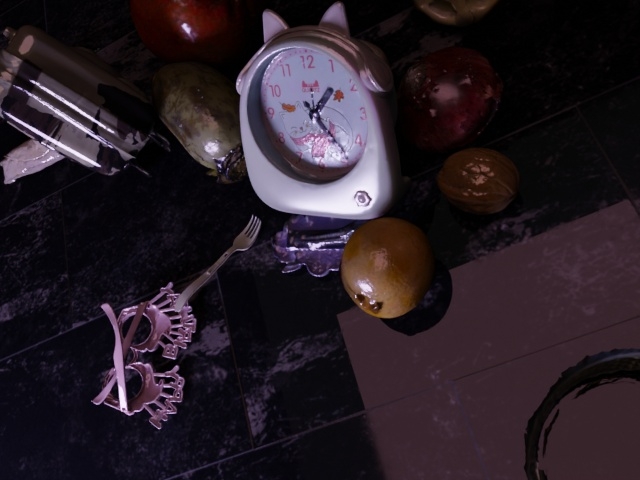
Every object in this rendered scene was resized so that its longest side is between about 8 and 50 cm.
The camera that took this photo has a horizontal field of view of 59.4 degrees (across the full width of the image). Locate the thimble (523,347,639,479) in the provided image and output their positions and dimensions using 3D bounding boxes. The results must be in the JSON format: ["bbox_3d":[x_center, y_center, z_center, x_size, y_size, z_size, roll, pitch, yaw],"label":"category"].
[{"bbox_3d":[0.374,0.263,0.636,0.271,0.150,0.270,-7,69,20],"label":"thimble"}]

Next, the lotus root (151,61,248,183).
[{"bbox_3d":[-0.221,-0.242,1.050,0.173,0.173,0.309,-45,66,2],"label":"lotus root"}]

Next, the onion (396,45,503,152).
[{"bbox_3d":[0.191,-0.233,0.894,0.184,0.147,0.183,-14,66,34],"label":"onion"}]

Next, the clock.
[{"bbox_3d":[0.002,-0.197,0.876,0.266,0.109,0.323,9,120,29],"label":"clock"}]

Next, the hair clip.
[{"bbox_3d":[-0.001,-0.001,0.947,0.196,0.052,0.124,-8,63,25],"label":"hair clip"}]

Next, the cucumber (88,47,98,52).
[{"bbox_3d":[-0.598,-0.409,1.348,0.168,0.039,0.039,-45,61,4],"label":"cucumber"}]

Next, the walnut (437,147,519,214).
[{"bbox_3d":[0.237,-0.091,0.852,0.125,0.105,0.105,24,82,32],"label":"walnut"}]

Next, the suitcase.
[{"bbox_3d":[-0.445,-0.250,1.069,0.193,0.339,0.352,-59,29,-2],"label":"suitcase"}]

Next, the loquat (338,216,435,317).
[{"bbox_3d":[0.100,0.039,0.830,0.137,0.163,0.163,5,73,38],"label":"loquat"}]

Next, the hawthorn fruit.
[{"bbox_3d":[-0.258,-0.458,1.132,0.300,0.254,0.253,-7,66,50],"label":"hawthorn fruit"}]

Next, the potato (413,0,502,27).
[{"bbox_3d":[0.234,-0.526,0.926,0.243,0.285,0.242,-26,36,20],"label":"potato"}]

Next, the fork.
[{"bbox_3d":[-0.181,0.045,1.007,0.034,0.028,0.219,38,81,21],"label":"fork"}]

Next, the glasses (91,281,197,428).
[{"bbox_3d":[-0.306,0.193,0.981,0.162,0.095,0.255,3,74,6],"label":"glasses"}]

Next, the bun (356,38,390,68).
[{"bbox_3d":[0.049,-0.259,0.977,0.173,0.113,0.166,-1,97,27],"label":"bun"}]

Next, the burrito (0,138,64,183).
[{"bbox_3d":[-0.623,-0.208,1.274,0.276,0.059,0.082,-22,79,15],"label":"burrito"}]
